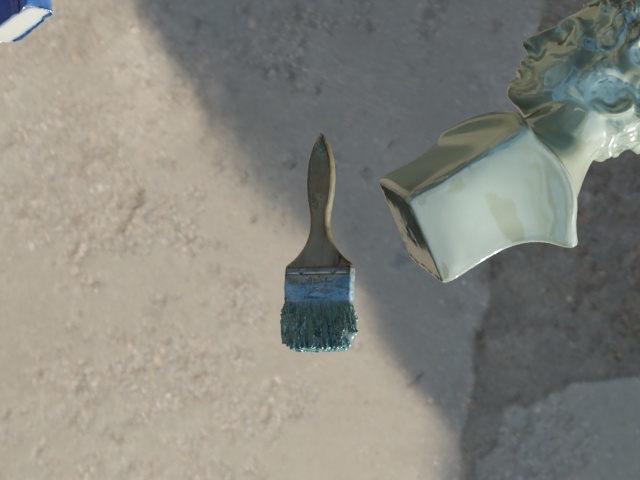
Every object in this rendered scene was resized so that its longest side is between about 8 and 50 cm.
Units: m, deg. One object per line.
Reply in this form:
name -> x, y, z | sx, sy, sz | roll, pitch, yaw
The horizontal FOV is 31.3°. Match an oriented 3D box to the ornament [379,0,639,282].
ornament -> 0.176, -0.076, 0.872 | 0.285, 0.120, 0.130 | -46, 118, -13

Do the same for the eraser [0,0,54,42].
eraser -> -0.221, -0.191, 0.817 | 0.027, 0.063, 0.084 | 3, 72, -47

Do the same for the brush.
brush -> 0.000, 0.000, 1.000 | 0.070, 0.021, 0.196 | -3, 79, 16
